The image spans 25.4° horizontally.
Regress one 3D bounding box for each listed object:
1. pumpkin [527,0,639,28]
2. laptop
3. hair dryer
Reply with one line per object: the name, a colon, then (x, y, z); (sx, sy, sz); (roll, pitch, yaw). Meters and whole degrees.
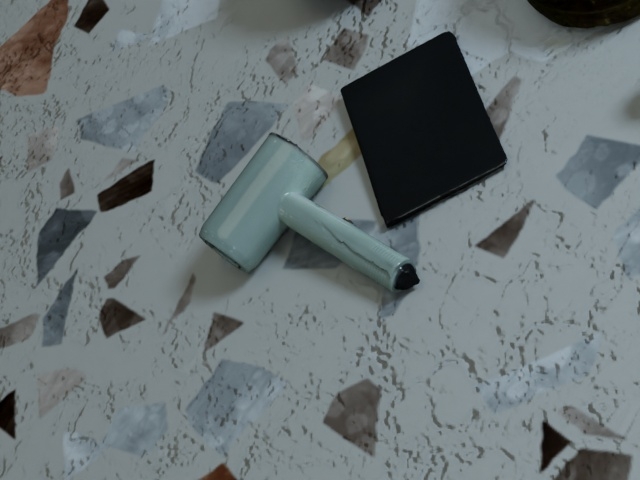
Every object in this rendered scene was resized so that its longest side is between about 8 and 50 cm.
pumpkin: (0.293, -0.363, 1.364); (0.317, 0.139, 0.222); (-48, 49, -1)
laptop: (0.100, -0.112, 1.399); (0.135, 0.016, 0.197); (-27, 49, 14)
hair dryer: (0.000, 0.000, 1.363); (0.236, 0.073, 0.131); (31, 81, 34)
